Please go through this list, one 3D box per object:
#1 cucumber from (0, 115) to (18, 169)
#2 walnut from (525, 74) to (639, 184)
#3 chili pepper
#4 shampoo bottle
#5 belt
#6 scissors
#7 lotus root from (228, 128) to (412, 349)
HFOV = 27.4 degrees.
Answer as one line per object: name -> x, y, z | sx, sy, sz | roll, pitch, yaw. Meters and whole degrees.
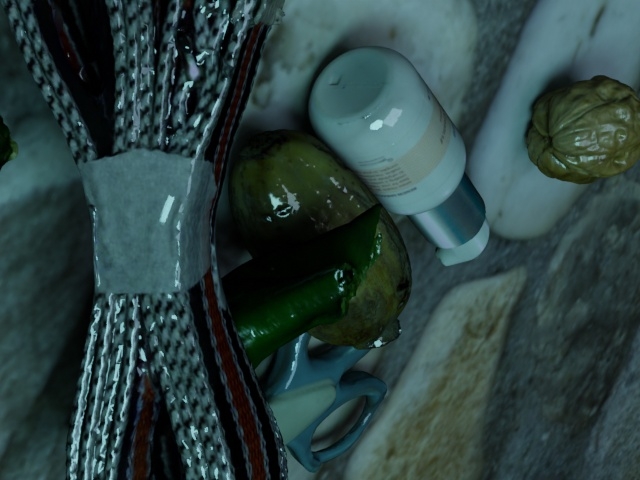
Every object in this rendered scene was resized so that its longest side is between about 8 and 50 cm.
cucumber -> -0.265, -0.072, 0.484 | 0.359, 0.096, 0.096 | 15, 98, -52
walnut -> 0.200, -0.083, 0.980 | 0.096, 0.082, 0.079 | -18, 153, -34
chili pepper -> -0.052, 0.055, 0.731 | 0.224, 0.098, 0.061 | -41, 100, 16
shampoo bottle -> 0.063, -0.047, 0.852 | 0.074, 0.074, 0.192 | -56, 139, -10
belt -> -0.078, 0.003, 0.634 | 0.094, 0.126, 0.359 | -59, 148, -81
scissors -> -0.057, 0.126, 0.840 | 0.289, 0.041, 0.138 | -28, 127, -40
lotus root -> 0.000, 0.000, 0.804 | 0.089, 0.080, 0.179 | -52, 128, -24
